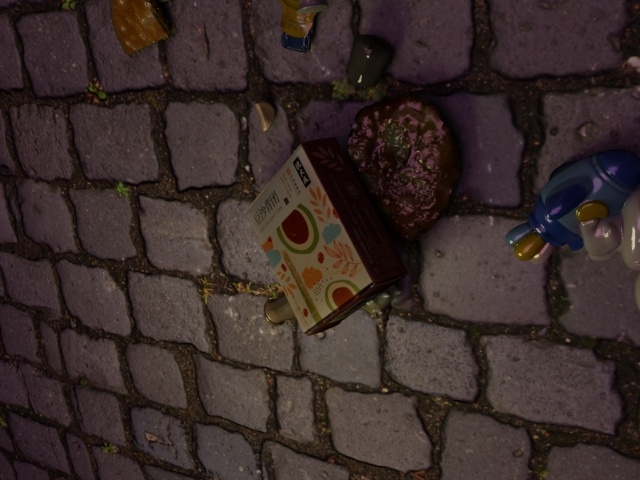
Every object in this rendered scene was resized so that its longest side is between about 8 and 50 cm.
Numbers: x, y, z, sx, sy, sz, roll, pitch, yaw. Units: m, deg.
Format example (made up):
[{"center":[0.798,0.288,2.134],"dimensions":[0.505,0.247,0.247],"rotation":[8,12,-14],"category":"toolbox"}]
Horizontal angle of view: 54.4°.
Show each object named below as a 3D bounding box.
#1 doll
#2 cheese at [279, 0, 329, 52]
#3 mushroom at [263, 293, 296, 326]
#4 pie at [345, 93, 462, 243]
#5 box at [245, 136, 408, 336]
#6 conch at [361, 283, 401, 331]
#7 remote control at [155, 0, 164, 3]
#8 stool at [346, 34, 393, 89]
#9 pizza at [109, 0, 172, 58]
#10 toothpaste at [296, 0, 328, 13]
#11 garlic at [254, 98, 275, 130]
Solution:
[{"center":[0.581,-0.049,1.265],"dimensions":[0.366,0.187,0.375],"rotation":[15,97,17],"category":"doll"},{"center":[-0.049,-0.593,1.497],"dimensions":[0.177,0.069,0.270],"rotation":[21,120,23],"category":"cheese"},{"center":[-0.058,0.182,1.792],"dimensions":[0.247,0.108,0.096],"rotation":[-16,59,32],"category":"mushroom"},{"center":[0.194,-0.174,1.497],"dimensions":[0.288,0.103,0.354],"rotation":[20,115,23],"category":"pie"},{"center":[0.000,0.000,1.564],"dimensions":[0.344,0.122,0.385],"rotation":[-44,69,49],"category":"box"},{"center":[0.141,0.125,1.653],"dimensions":[0.137,0.114,0.233],"rotation":[-38,53,27],"category":"conch"},{"center":[-0.452,-0.701,1.717],"dimensions":[0.190,0.029,0.087],"rotation":[-3,107,31],"category":"remote control"},{"center":[0.112,-0.419,1.457],"dimensions":[0.096,0.096,0.110],"rotation":[35,128,15],"category":"stool"},{"center":[-0.495,-0.622,1.736],"dimensions":[0.197,0.058,0.292],"rotation":[26,140,5],"category":"pizza"},{"center":[-0.035,-0.537,1.081],"dimensions":[0.096,0.061,0.266],"rotation":[-8,102,8],"category":"toothpaste"},{"center":[-0.148,-0.340,1.663],"dimensions":[0.041,0.053,0.083],"rotation":[8,127,45],"category":"garlic"}]
